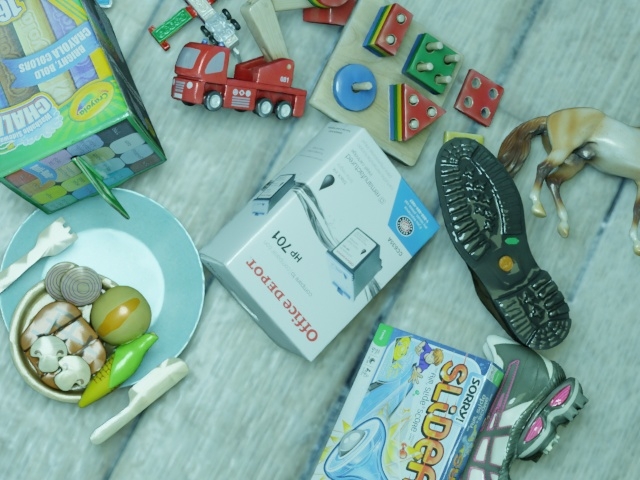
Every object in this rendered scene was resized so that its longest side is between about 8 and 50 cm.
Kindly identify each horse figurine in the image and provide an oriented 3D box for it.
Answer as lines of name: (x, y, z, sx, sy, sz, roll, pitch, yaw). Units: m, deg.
horse figurine: (0.300, -0.076, 1.233, 0.263, 0.066, 0.175, 12, 62, -3)

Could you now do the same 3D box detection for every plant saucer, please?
plant saucer: (-0.210, 0.046, 1.134, 0.194, 0.037, 0.195, 1, 84, -13)

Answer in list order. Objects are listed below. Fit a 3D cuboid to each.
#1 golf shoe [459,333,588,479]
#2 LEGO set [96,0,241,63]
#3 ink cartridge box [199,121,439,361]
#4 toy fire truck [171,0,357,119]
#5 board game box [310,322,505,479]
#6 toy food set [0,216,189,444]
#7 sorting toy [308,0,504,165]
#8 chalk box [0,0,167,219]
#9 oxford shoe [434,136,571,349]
golf shoe: (0.146, 0.222, 1.175, 0.120, 0.105, 0.273, 38, 72, 10)
LEGO set: (-0.159, -0.281, 1.187, 0.182, 0.060, 0.244, 8, 81, 1)
ink cartridge box: (0.000, 0.000, 1.146, 0.191, 0.082, 0.140, -46, 114, -13)
toy fire truck: (-0.053, -0.190, 1.155, 0.192, 0.047, 0.135, 2, 100, -41)
board game box: (0.079, 0.194, 1.140, 0.035, 0.136, 0.201, 38, 73, -51)
toy food set: (-0.223, 0.085, 1.088, 0.132, 0.038, 0.192, -41, 94, -13)
sorting toy: (0.083, -0.158, 1.174, 0.274, 0.046, 0.132, 30, 80, -26)
chalk box: (-0.232, -0.113, 1.061, 0.132, 0.132, 0.213, -24, 73, 1)
oxford shoe: (0.169, 0.006, 1.191, 0.082, 0.096, 0.227, -22, 89, -8)
